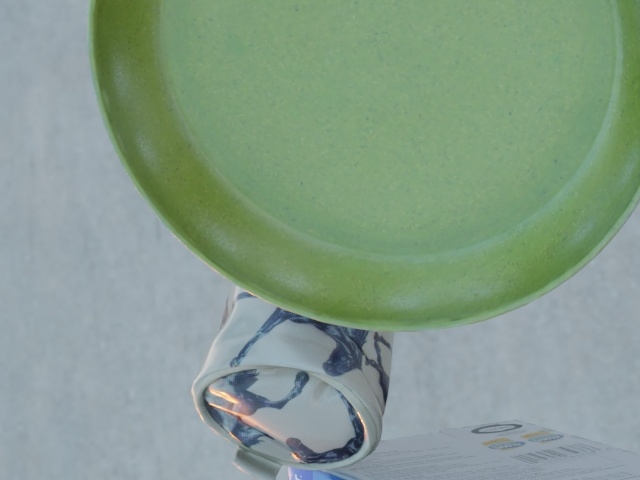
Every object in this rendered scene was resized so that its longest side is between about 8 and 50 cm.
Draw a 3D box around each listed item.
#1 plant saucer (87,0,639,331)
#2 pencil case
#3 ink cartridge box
[{"bbox_3d":[0.023,-0.075,0.644,0.037,0.241,0.241,-65,-9,-60],"label":"plant saucer"},{"bbox_3d":[0.000,0.000,1.377,0.183,0.160,0.410,111,172,-56],"label":"pencil case"},{"bbox_3d":[0.150,0.259,1.348,0.395,0.270,0.151,11,103,58],"label":"ink cartridge box"}]
